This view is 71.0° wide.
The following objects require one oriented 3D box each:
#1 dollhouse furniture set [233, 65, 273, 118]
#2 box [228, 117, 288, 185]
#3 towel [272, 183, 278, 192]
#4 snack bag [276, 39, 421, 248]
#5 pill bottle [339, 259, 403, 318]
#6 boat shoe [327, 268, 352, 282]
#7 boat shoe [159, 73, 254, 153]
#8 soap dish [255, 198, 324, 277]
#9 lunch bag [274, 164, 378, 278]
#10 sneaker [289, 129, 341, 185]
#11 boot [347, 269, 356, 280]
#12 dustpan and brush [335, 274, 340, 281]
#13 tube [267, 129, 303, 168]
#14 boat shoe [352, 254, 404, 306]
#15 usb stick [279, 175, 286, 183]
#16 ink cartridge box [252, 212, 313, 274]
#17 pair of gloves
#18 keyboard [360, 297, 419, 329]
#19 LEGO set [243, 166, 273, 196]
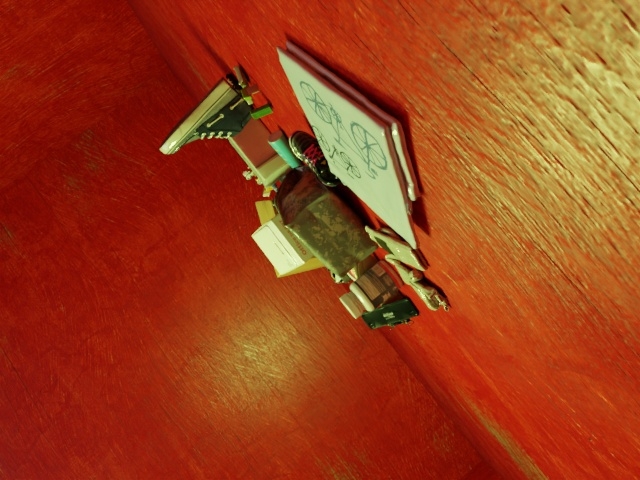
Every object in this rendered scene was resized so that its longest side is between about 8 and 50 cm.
[{"bbox_3d":[-0.188,-0.424,1.263,0.076,0.059,0.151,42,-153,-76],"label":"dollhouse furniture set"},{"bbox_3d":[-0.220,-0.326,1.629,0.232,0.127,0.148,51,174,2],"label":"box"},{"bbox_3d":[-0.273,-0.381,1.923,0.243,0.040,0.336,67,-174,34],"label":"towel"},{"bbox_3d":[0.067,-0.158,0.808,0.323,0.037,0.342,48,173,38],"label":"snack bag"},{"bbox_3d":[0.153,0.154,1.382,0.108,0.180,0.108,51,175,6],"label":"pill bottle"},{"bbox_3d":[0.086,0.102,1.877,0.132,0.130,0.355,52,175,-4],"label":"boat shoe"},{"bbox_3d":[-0.365,-0.375,1.487,0.158,0.340,0.127,43,-169,-28],"label":"boat shoe"},{"bbox_3d":[-0.086,-0.032,1.634,0.118,0.229,0.290,-35,70,57],"label":"soap dish"},{"bbox_3d":[0.001,-0.069,1.268,0.235,0.169,0.287,45,-171,-29],"label":"lunch bag"},{"bbox_3d":[-0.004,-0.191,1.057,0.170,0.063,0.075,49,177,-23],"label":"sneaker"},{"bbox_3d":[0.107,0.048,1.607,0.244,0.088,0.176,54,174,17],"label":"boot"},{"bbox_3d":[0.087,0.023,1.443,0.211,0.060,0.147,86,-165,-46],"label":"dustpan and brush"},{"bbox_3d":[-0.091,-0.262,1.435,0.207,0.052,0.080,49,-175,-44],"label":"tube"},{"bbox_3d":[0.180,0.138,1.504,0.285,0.103,0.092,48,173,-29],"label":"boat shoe"},{"bbox_3d":[-0.131,-0.240,1.865,0.278,0.045,0.077,53,152,-10],"label":"usb stick"},{"bbox_3d":[-0.068,-0.033,1.469,0.171,0.233,0.168,53,145,-4],"label":"ink cartridge box"},{"bbox_3d":[0.210,0.070,1.090,0.240,0.042,0.204,54,174,-32],"label":"pair of gloves"},{"bbox_3d":[0.237,0.249,1.505,0.100,0.192,0.038,57,-148,-16],"label":"keyboard"},{"bbox_3d":[-0.305,-0.340,2.350,0.107,0.132,0.287,59,-176,20],"label":"LEGO set"}]
